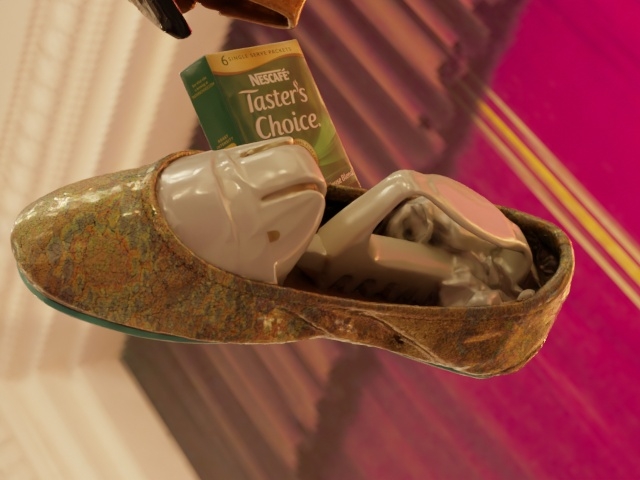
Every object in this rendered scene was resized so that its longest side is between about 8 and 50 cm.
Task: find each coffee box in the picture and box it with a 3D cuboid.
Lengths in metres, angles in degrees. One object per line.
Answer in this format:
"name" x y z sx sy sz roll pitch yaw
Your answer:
"coffee box" -0.032 -0.070 1.556 0.113 0.184 0.040 -14 -12 -45

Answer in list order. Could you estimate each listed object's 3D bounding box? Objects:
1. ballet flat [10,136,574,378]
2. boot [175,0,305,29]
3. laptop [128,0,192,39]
"ballet flat" 0.000 0.000 1.080 0.348 0.123 0.123 12 -59 -31
"boot" -0.115 -0.270 1.277 0.104 0.295 0.211 78 -144 -74
"laptop" -0.104 -0.254 0.848 0.136 0.234 0.264 -33 -64 -6
